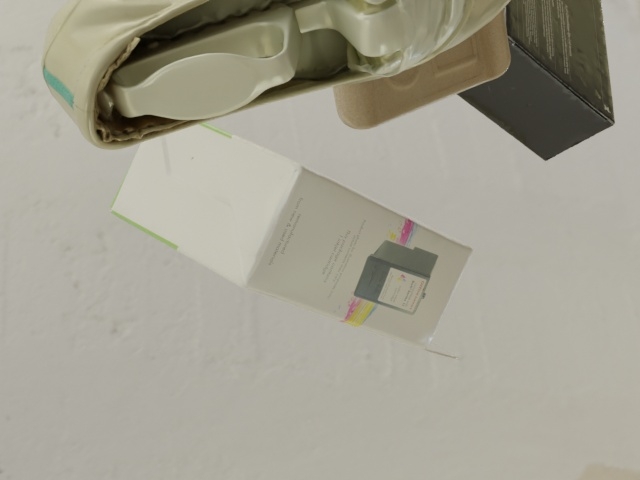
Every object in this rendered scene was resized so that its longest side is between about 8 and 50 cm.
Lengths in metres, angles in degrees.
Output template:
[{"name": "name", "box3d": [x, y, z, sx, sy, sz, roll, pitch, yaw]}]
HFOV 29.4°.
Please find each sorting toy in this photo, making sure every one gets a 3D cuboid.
[{"name": "sorting toy", "box3d": [0.071, -0.206, 1.000, 0.208, 0.038, 0.193, -24, -71, -41]}]

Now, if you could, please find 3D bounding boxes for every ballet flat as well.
[{"name": "ballet flat", "box3d": [-0.005, -0.098, 0.573, 0.248, 0.086, 0.086, -17, -106, -7]}]

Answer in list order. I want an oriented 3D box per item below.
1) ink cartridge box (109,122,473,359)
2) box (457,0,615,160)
[{"name": "ink cartridge box", "box3d": [0.000, 0.000, 1.190, 0.353, 0.207, 0.119, 23, -88, -50]}, {"name": "box", "box3d": [0.223, -0.248, 1.348, 0.184, 0.103, 0.261, 29, -133, -30]}]
